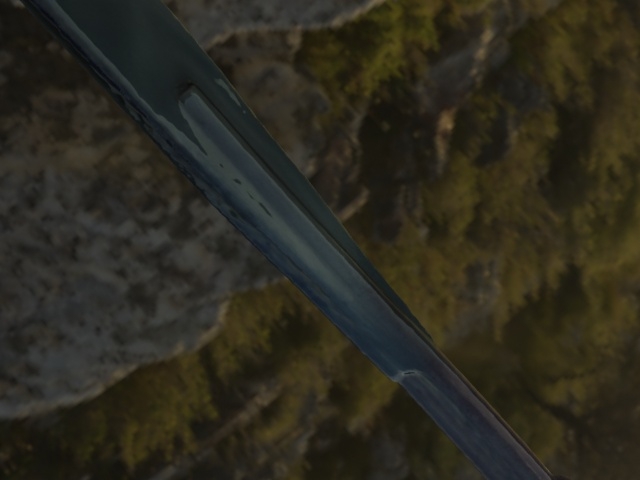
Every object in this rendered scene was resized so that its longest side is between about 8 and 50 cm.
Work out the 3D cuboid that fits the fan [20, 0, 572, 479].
[{"bbox_3d":[0.000,0.000,0.475,0.023,0.282,0.057,-36,-166,29],"label":"fan"}]
